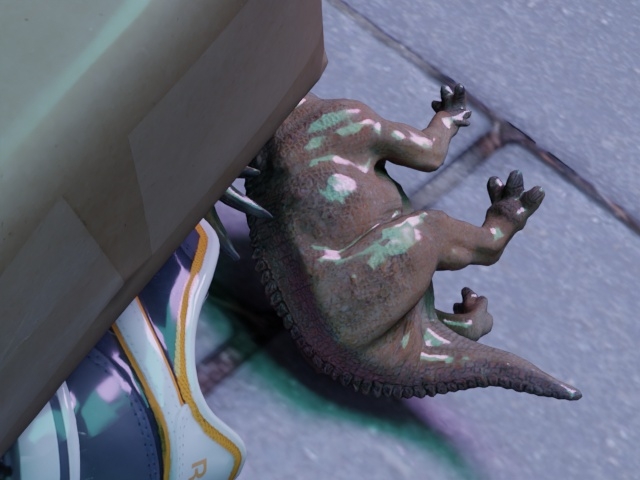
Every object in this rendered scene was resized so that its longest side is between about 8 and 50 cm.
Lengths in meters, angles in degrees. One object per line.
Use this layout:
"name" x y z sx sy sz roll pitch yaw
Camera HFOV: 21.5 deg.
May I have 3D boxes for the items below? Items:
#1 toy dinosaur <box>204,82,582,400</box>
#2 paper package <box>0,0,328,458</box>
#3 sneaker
"toy dinosaur" 0.000 0.000 0.909 0.200 0.127 0.295 -25 75 -40
"paper package" -0.202 -0.079 0.669 0.309 0.168 0.325 33 70 17
"sneaker" -0.133 -0.002 0.807 0.127 0.126 0.321 -3 59 -31
